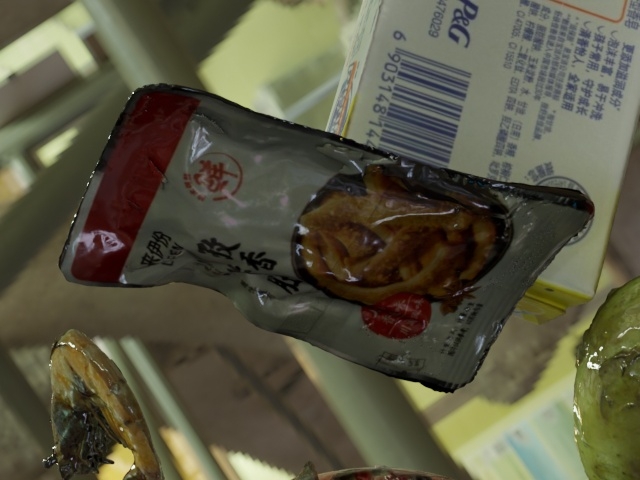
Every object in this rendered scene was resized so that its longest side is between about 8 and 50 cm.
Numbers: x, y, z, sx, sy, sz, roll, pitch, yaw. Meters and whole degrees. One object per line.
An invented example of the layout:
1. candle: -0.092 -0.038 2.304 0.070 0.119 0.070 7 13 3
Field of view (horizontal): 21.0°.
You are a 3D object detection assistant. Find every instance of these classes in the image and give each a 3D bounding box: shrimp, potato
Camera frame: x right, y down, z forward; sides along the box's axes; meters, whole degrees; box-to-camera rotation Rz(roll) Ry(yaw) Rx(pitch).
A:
1. shrimp: -0.227 0.213 1.883 0.178 0.075 0.289 43 143 25
2. potato: 0.188 0.107 0.866 0.090 0.117 0.225 50 160 54

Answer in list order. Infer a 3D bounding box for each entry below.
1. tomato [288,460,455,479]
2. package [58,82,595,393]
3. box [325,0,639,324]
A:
1. tomato: 0.025 0.243 0.974 0.270 0.270 0.227 -152 65 -87
2. package: 0.000 0.000 0.866 0.239 0.154 0.030 17 -137 -15
3. box: 0.100 -0.101 1.002 0.168 0.265 0.097 17 167 -10
